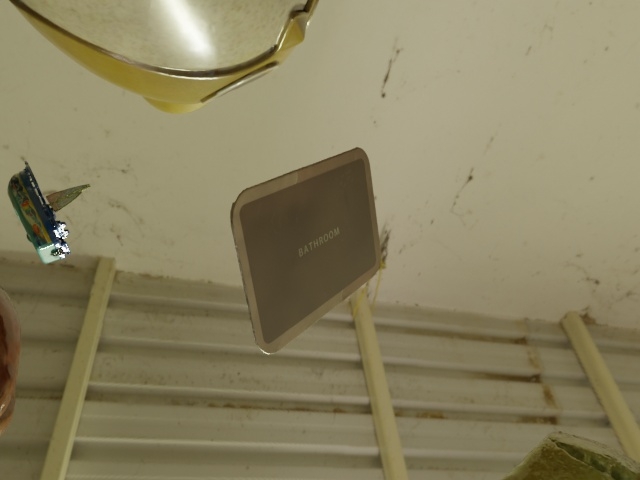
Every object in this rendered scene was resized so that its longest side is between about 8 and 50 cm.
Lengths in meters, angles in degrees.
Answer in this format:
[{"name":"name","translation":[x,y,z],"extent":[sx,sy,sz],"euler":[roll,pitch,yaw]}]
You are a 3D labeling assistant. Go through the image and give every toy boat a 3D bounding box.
[{"name":"toy boat","translation":[-0.396,-0.058,0.803],"extent":[0.110,0.091,0.175],"euler":[-26,-112,-25]}]

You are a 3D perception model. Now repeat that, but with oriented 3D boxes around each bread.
[{"name":"bread","translation":[0.234,0.294,0.513],"extent":[0.257,0.186,0.124],"euler":[-37,-148,-30]}]

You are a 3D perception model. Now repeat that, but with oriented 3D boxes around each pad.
[{"name":"pad","translation":[0.000,0.000,0.614],"extent":[0.002,0.176,0.266],"euler":[3,-159,35]}]

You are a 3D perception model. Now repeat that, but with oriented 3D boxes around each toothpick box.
[{"name":"toothpick box","translation":[-0.189,-0.384,0.691],"extent":[0.409,0.425,0.409],"euler":[-1,-102,5]}]

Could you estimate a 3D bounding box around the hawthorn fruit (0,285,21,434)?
[{"name":"hawthorn fruit","translation":[-0.369,0.102,0.399],"extent":[0.262,0.258,0.258],"euler":[39,-139,-19]}]
